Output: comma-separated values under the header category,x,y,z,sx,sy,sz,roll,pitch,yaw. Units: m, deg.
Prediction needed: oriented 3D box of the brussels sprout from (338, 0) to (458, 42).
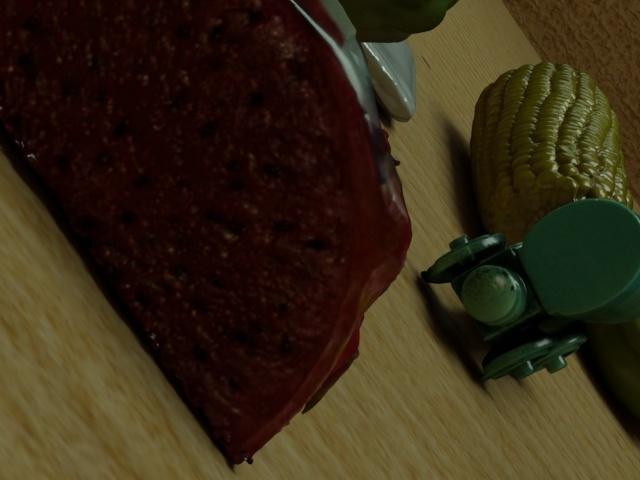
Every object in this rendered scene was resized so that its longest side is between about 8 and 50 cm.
category,x,y,z,sx,sy,sz,roll,pitch,yaw
brussels sprout,0.009,-0.310,1.104,0.315,0.371,0.276,8,9,-30

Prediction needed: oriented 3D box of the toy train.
category,x,y,z,sx,sy,sz,roll,pitch,yaw
toy train,0.167,0.025,1.235,0.101,0.159,0.248,65,12,10

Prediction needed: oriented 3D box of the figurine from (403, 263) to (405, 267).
category,x,y,z,sx,sy,sz,roll,pitch,yaw
figurine,0.000,0.000,0.865,0.149,0.086,0.087,53,47,-78

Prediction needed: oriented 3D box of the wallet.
category,x,y,z,sx,sy,sz,roll,pitch,yaw
wallet,0.036,-0.162,1.476,0.124,0.032,0.183,54,15,-17

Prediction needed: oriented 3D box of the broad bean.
category,x,y,z,sx,sy,sz,roll,pitch,yaw
broad bean,0.313,0.084,1.736,0.238,0.119,0.291,51,12,-10

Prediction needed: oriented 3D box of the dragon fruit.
category,x,y,z,sx,sy,sz,roll,pitch,yaw
dragon fruit,-0.045,-0.071,0.714,0.274,0.126,0.161,56,13,-8

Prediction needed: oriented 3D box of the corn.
category,x,y,z,sx,sy,sz,roll,pitch,yaw
corn,0.196,-0.062,1.611,0.144,0.144,0.387,55,16,-11
